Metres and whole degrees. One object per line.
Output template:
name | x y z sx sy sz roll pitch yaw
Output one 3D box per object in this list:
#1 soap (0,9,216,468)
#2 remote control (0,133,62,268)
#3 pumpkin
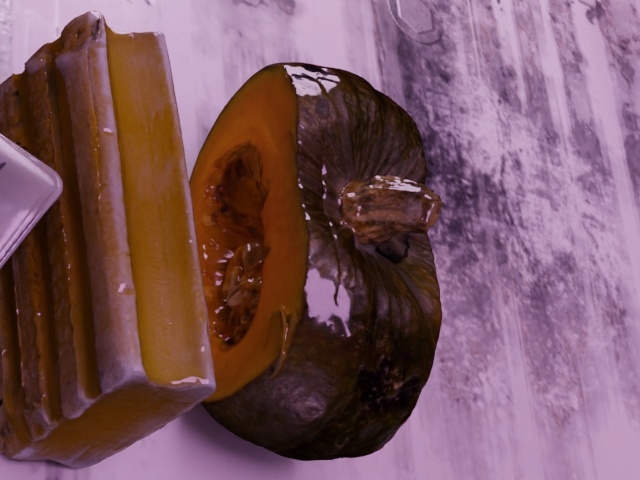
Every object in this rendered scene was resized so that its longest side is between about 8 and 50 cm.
soap | -0.162 0.001 1.084 0.089 0.173 0.274 13 57 -40
remote control | -0.290 0.050 0.976 0.109 0.055 0.313 35 65 -1
pumpkin | 0.000 0.000 1.191 0.139 0.222 0.317 22 50 -28
